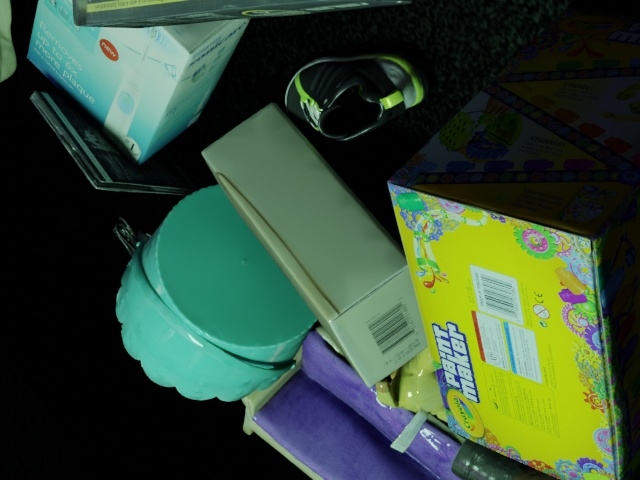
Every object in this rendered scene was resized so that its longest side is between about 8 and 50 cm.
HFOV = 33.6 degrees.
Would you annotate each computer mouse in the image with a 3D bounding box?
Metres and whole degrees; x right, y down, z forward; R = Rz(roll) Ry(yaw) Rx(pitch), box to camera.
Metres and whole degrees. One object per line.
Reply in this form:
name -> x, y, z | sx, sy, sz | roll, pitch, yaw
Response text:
computer mouse -> -0.252, 0.056, 1.772 | 0.262, 0.060, 0.184 | 7, 131, 48

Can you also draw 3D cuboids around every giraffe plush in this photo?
giraffe plush -> 0.140, 0.137, 1.311 | 0.181, 0.210, 0.170 | 47, -173, -29

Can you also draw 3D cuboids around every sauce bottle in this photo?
sauce bottle -> 0.329, 0.366, 1.371 | 0.344, 0.111, 0.111 | 30, 146, 26

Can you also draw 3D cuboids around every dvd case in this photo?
dvd case -> -0.273, -0.127, 1.438 | 0.018, 0.221, 0.164 | -46, 70, 19

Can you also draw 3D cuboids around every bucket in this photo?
bucket -> -0.129, 0.069, 1.445 | 0.281, 0.281, 0.183 | 44, 146, 4

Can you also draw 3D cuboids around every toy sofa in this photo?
toy sofa -> 0.061, 0.306, 1.592 | 0.362, 0.150, 0.177 | 37, 149, 16

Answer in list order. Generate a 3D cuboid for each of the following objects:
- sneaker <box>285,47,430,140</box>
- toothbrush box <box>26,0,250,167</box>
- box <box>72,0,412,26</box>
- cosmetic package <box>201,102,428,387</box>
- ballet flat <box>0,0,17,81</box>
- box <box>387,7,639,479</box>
sneaker -> 0.017, -0.153, 1.157 | 0.235, 0.097, 0.084 | -10, 118, 55
toothbrush box -> -0.230, -0.258, 1.312 | 0.216, 0.126, 0.295 | 45, 149, 0
box -> -0.090, -0.355, 0.925 | 0.395, 0.097, 0.318 | 6, 100, 46
cosmetic package -> 0.000, 0.000, 1.213 | 0.309, 0.113, 0.160 | 50, 173, 39
ballet flat -> -0.515, -0.333, 1.620 | 0.086, 0.086, 0.248 | 35, 147, 20
box -> 0.231, 0.005, 0.899 | 0.177, 0.279, 0.290 | 19, 139, 38
